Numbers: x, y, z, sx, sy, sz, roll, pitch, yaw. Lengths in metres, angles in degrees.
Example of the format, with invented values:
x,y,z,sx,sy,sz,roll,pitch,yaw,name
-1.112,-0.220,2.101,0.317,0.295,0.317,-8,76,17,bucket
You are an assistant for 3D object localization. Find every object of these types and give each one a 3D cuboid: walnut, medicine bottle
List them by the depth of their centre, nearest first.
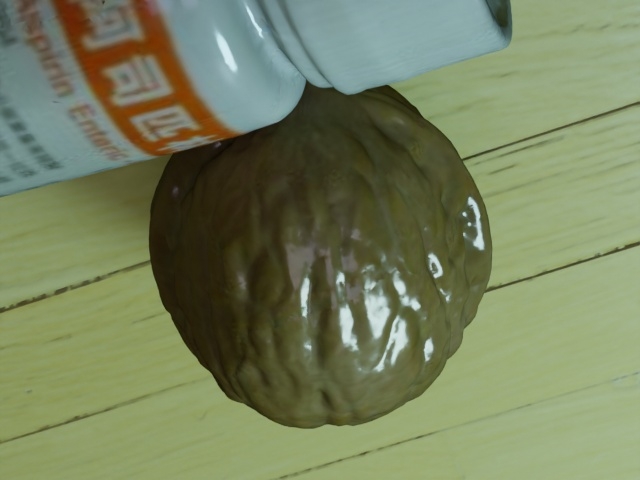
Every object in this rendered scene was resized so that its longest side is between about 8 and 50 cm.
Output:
x,y,z,sx,sy,sz,roll,pitch,yaw,name
-0.104,-0.144,0.879,0.371,0.211,0.211,-13,121,14,medicine bottle
0.000,0.000,0.990,0.213,0.213,0.213,0,122,0,walnut
